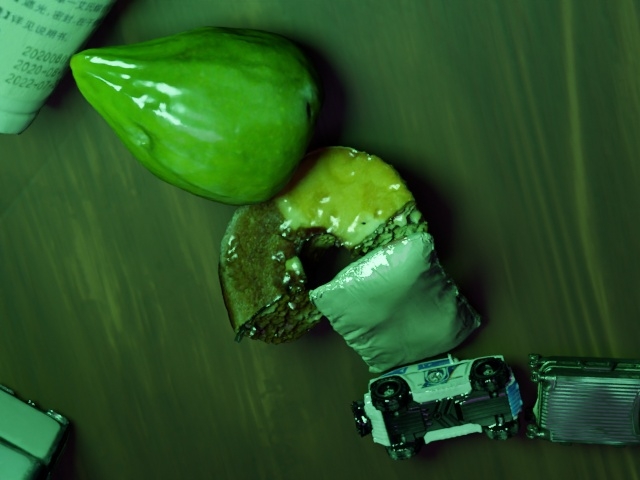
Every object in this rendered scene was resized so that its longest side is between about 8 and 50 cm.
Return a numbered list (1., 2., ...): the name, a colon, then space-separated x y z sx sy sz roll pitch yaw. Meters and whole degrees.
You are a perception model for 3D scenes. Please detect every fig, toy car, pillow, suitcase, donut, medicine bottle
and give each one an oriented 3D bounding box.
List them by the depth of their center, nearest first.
1. medicine bottle: -0.258 -0.278 1.816 0.190 0.190 0.332 35 109 -8
2. fig: -0.099 -0.117 1.851 0.167 0.233 0.167 -2 87 43
3. pillow: 0.076 0.065 1.920 0.128 0.229 0.051 -26 61 6
4. donut: 0.001 -0.001 1.929 0.217 0.141 0.085 -34 146 14
5. suitcase: 0.270 0.159 2.000 0.126 0.059 0.086 2 111 2
6. toy car: 0.115 0.162 2.002 0.171 0.070 0.080 -12 122 7

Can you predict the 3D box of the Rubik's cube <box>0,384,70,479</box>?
1. Rubik's cube: -0.499 0.298 1.960 0.362 0.359 0.363 28 109 -7
